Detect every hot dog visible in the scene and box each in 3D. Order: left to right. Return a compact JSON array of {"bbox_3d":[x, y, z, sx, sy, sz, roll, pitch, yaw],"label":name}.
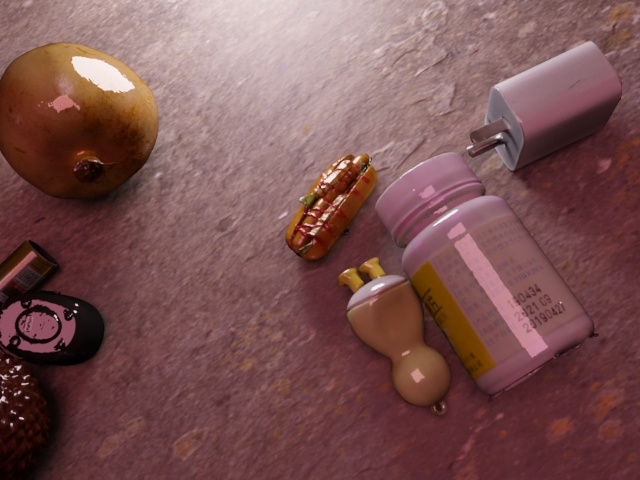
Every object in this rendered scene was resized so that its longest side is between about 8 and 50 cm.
[{"bbox_3d":[0.023,-0.076,1.229,0.104,0.076,0.250,31,72,18],"label":"hot dog"}]

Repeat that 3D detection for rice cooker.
[{"bbox_3d":[-0.519,0.166,1.229,0.203,0.118,0.142,7,77,2],"label":"rice cooker"}]

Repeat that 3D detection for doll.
[{"bbox_3d":[0.136,0.172,1.137,0.141,0.117,0.296,-20,81,-30],"label":"doll"}]

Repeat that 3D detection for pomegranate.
[{"bbox_3d":[-0.467,-0.224,1.254,0.319,0.319,0.319,-3,73,8],"label":"pomegranate"}]

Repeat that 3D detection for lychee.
[{"bbox_3d":[-0.623,0.335,1.119,0.275,0.276,0.304,26,66,15],"label":"lychee"}]

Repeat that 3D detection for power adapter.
[{"bbox_3d":[0.385,-0.224,1.172,0.255,0.187,0.124,-26,70,0],"label":"power adapter"}]

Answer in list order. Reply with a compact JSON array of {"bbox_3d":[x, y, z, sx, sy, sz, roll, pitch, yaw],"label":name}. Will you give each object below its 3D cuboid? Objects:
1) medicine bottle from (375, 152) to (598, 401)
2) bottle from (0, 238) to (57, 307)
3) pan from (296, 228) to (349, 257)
[{"bbox_3d":[0.266,0.053,1.093,0.213,0.213,0.379,-30,71,-1],"label":"medicine bottle"},{"bbox_3d":[-0.655,0.126,1.283,0.082,0.082,0.286,41,83,18],"label":"bottle"},{"bbox_3d":[0.000,0.000,1.250,0.115,0.023,0.068,-13,68,-1],"label":"pan"}]
